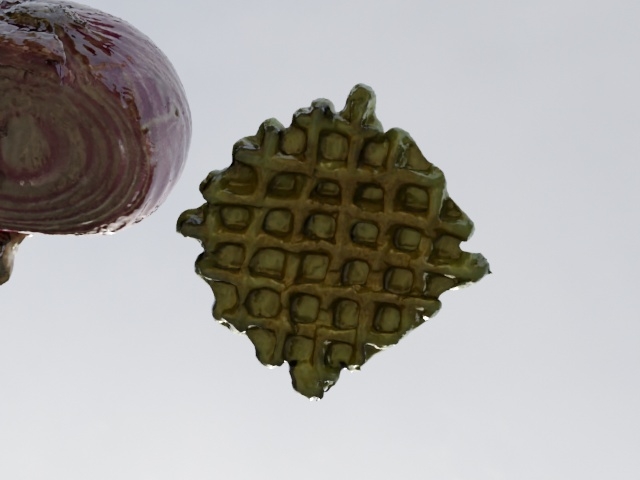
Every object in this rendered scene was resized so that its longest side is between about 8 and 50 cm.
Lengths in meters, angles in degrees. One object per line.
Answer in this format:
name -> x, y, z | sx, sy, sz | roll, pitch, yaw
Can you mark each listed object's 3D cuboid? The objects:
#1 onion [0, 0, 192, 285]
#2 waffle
onion -> -0.246, -0.116, 1.138 | 0.230, 0.256, 0.272 | -2, -36, -22
waffle -> 0.000, -0.001, 0.949 | 0.223, 0.054, 0.204 | -37, -89, 15
